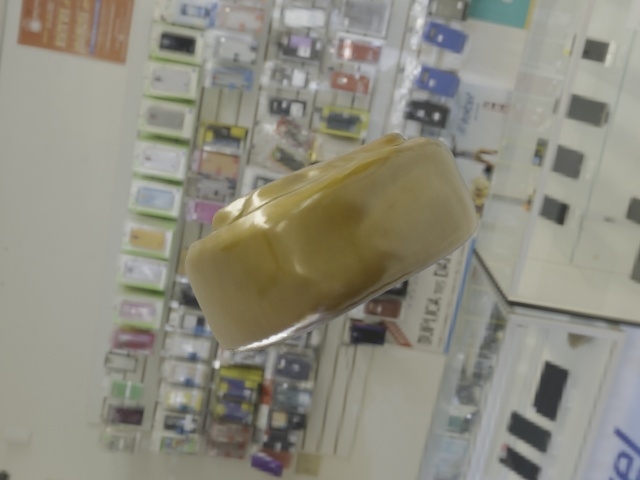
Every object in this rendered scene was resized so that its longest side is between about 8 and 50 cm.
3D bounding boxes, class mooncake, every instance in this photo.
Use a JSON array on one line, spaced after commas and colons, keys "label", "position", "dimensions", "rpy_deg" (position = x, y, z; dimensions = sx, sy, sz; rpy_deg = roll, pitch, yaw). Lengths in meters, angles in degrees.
[{"label": "mooncake", "position": [0.000, 0.000, 0.737], "dimensions": [0.235, 0.235, 0.117], "rpy_deg": [143, 103, -83]}]
